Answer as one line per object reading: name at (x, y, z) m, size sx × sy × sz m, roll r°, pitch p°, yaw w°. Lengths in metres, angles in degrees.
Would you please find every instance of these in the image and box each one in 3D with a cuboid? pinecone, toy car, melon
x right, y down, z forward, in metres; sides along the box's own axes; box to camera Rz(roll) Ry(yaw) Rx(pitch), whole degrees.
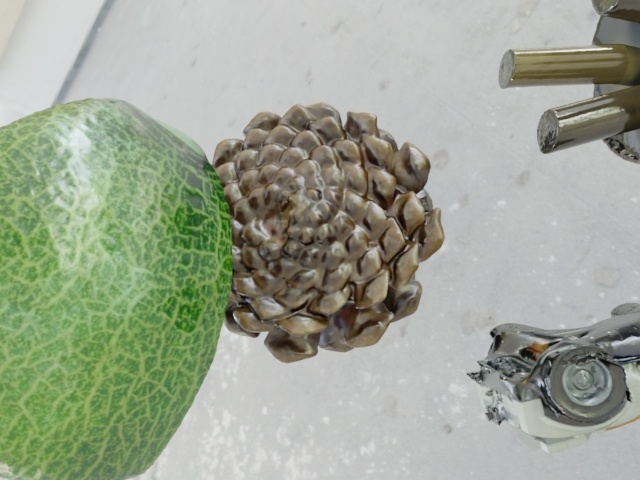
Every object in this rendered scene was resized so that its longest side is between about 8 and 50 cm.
pinecone at (0.000, 0.000, 0.862) m, size 0.384 × 0.384 × 0.385 m, roll -26°, pitch 53°, yaw 41°
toy car at (0.311, 0.126, 0.577) m, size 0.193 × 0.301 × 0.118 m, roll 100°, pitch 160°, yaw -83°
melon at (-0.244, 0.027, 0.573) m, size 0.344 × 0.331 × 0.226 m, roll -63°, pitch 15°, yaw 0°

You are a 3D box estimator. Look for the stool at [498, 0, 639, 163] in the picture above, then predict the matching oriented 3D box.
stool at (0.325, -0.215, 0.618) m, size 0.272 × 0.178 × 0.272 m, roll -178°, pitch 90°, yaw -85°
